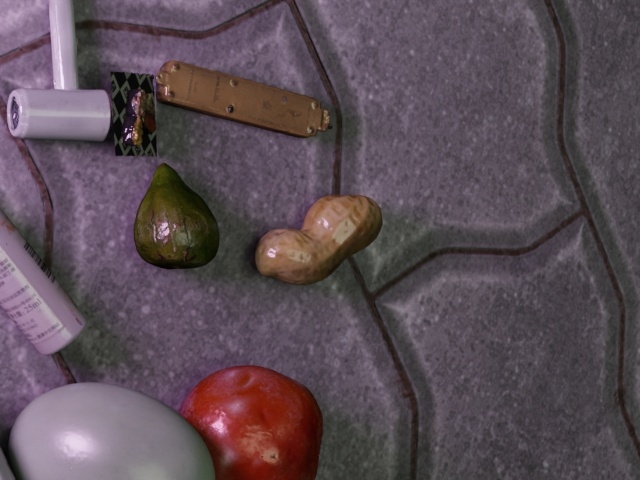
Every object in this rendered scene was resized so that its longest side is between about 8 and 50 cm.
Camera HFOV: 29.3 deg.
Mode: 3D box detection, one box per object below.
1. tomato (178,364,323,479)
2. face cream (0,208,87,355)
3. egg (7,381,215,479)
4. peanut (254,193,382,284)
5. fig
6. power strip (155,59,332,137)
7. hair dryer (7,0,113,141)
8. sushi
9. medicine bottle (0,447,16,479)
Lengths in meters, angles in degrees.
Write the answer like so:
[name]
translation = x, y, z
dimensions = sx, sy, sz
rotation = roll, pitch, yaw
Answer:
[tomato]
translation = -0.101, 0.291, 1.761
dimensions = 0.232, 0.189, 0.231
rotation = 2, 87, -31
[face cream]
translation = -0.418, 0.029, 1.625
dimensions = 0.082, 0.082, 0.269
rotation = -43, 112, -24
[egg]
translation = -0.276, 0.296, 1.625
dimensions = 0.283, 0.203, 0.202
rotation = 19, 78, 3
[peanut]
translation = 0.000, 0.000, 1.878
dimensions = 0.229, 0.098, 0.103
rotation = -33, 66, -28
[fig]
translation = -0.204, -0.036, 1.740
dimensions = 0.123, 0.123, 0.156
rotation = 8, 74, -32
[power strip]
translation = -0.114, -0.207, 1.837
dimensions = 0.305, 0.044, 0.064
rotation = 11, 84, -30
[hair dryer]
translation = -0.358, -0.254, 1.671
dimensions = 0.131, 0.073, 0.236
rotation = -1, 88, -31
[sushi]
translation = -0.249, -0.178, 1.720
dimensions = 0.126, 0.026, 0.120
rotation = -12, 99, -70
[medicine bottle]
translation = -0.440, 0.326, 1.566
dimensions = 0.111, 0.161, 0.296
rotation = -29, 104, -27
